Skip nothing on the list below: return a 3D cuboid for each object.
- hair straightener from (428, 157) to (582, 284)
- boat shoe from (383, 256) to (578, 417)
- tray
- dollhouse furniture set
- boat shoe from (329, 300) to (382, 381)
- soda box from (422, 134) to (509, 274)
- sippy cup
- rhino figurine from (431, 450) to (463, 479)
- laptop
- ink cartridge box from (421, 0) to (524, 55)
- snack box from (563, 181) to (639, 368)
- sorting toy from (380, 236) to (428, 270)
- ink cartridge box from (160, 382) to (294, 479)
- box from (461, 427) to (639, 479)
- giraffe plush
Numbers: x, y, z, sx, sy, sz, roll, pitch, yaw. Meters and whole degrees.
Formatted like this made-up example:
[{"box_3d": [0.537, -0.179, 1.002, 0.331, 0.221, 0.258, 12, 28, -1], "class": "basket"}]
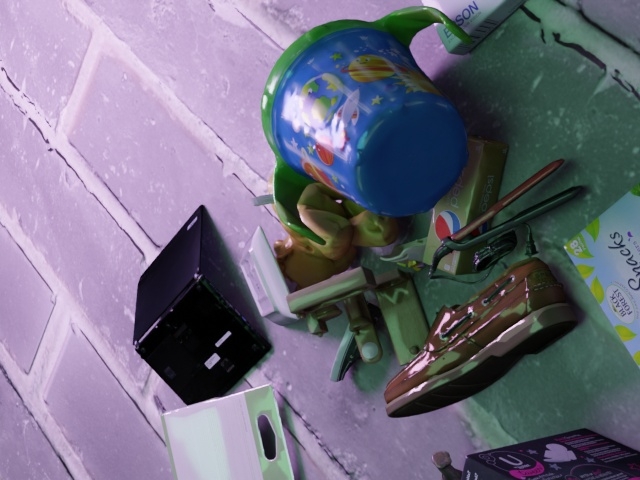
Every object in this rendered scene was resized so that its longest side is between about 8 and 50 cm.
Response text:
[{"box_3d": [0.237, -0.006, 1.484, 0.230, 0.047, 0.089, -36, 89, 19], "class": "hair straightener"}, {"box_3d": [0.198, 0.132, 1.535, 0.307, 0.111, 0.104, -36, 63, 30], "class": "boat shoe"}, {"box_3d": [-0.084, 0.061, 1.732, 0.270, 0.030, 0.145, 142, 106, -80], "class": "tray"}, {"box_3d": [0.058, 0.116, 1.598, 0.144, 0.151, 0.123, -22, 75, 14], "class": "dollhouse furniture set"}, {"box_3d": [0.051, 0.154, 1.717, 0.040, 0.049, 0.142, 23, 114, 6], "class": "boat shoe"}, {"box_3d": [0.194, -0.049, 1.555, 0.061, 0.058, 0.181, 23, 109, 42], "class": "soda box"}, {"box_3d": [0.070, -0.146, 1.514, 0.224, 0.240, 0.305, 45, 137, 52], "class": "sippy cup"}, {"box_3d": [0.229, 0.383, 1.516, 0.073, 0.106, 0.243, -42, 54, -10], "class": "rhino figurine"}, {"box_3d": [-0.207, 0.123, 1.999, 0.264, 0.136, 0.234, 46, 127, 3], "class": "laptop"}, {"box_3d": [0.206, -0.399, 1.536, 0.223, 0.045, 0.224, -41, 63, 39], "class": "ink cartridge box"}, {"box_3d": [0.405, 0.040, 1.337, 0.174, 0.070, 0.207, -45, 60, 36], "class": "snack box"}, {"box_3d": [0.124, 0.018, 1.615, 0.083, 0.075, 0.044, -19, 78, 45], "class": "sorting toy"}, {"box_3d": [-0.145, 0.340, 1.918, 0.235, 0.056, 0.171, -19, 78, 26], "class": "ink cartridge box"}, {"box_3d": [0.278, 0.329, 1.352, 0.142, 0.247, 0.163, 22, 107, 44], "class": "box"}, {"box_3d": [0.000, 0.000, 1.690, 0.181, 0.210, 0.170, -95, 8, -48], "class": "giraffe plush"}]
